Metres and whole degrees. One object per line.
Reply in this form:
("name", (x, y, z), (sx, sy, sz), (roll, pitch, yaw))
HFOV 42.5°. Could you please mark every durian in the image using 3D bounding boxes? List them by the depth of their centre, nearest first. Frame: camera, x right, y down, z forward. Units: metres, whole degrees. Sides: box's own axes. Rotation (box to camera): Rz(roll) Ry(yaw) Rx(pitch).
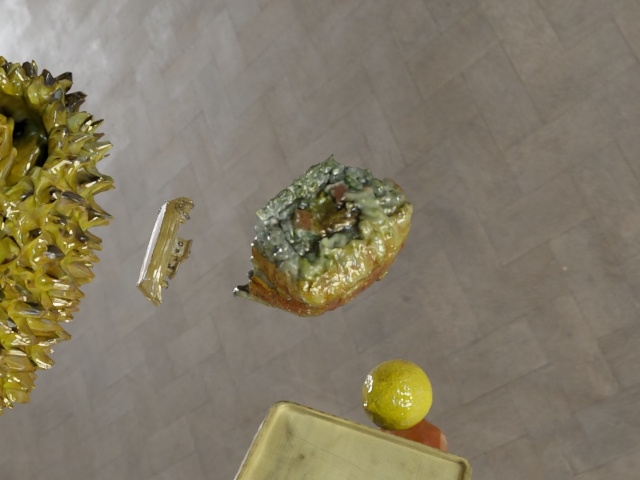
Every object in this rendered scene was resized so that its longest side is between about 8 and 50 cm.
("durian", (-0.252, -0.002, 0.458), (0.258, 0.292, 0.258), (15, 112, 40))

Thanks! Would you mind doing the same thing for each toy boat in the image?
("toy boat", (-0.265, 0.017, 1.450), (0.064, 0.072, 0.206), (-31, 42, 56))

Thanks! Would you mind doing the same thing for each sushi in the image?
("sushi", (0.000, 0.000, 1.208), (0.184, 0.274, 0.139), (47, 159, 17))

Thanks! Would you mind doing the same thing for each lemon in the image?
("lemon", (0.118, 0.237, 1.271), (0.109, 0.133, 0.109), (10, 105, 41))

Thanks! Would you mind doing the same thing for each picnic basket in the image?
("picnic basket", (0.030, 0.390, 1.147), (0.312, 0.228, 0.175), (16, 131, 12))

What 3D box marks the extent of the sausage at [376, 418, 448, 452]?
("sausage", (0.140, 0.422, 1.352), (0.140, 0.153, 0.268), (-3, 71, 13))
